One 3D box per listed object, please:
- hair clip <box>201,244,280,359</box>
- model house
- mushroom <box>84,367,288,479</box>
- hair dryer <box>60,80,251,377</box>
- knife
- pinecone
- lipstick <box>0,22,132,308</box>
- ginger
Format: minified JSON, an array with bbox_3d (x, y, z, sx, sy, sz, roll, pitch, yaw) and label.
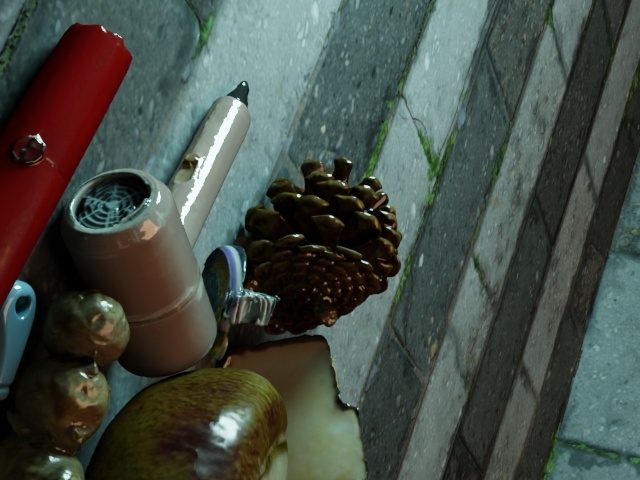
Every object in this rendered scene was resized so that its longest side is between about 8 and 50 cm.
[{"bbox_3d":[-0.096,0.062,1.382,0.049,0.172,0.116,21,86,-22],"label":"hair clip"},{"bbox_3d":[-0.029,0.221,1.569,0.172,0.167,0.182,71,10,-69],"label":"model house"},{"bbox_3d":[-0.098,0.285,1.280,0.345,0.260,0.345,18,90,-88],"label":"mushroom"},{"bbox_3d":[-0.134,-0.055,1.320,0.189,0.107,0.344,75,26,-43],"label":"hair dryer"},{"bbox_3d":[-0.286,0.150,1.133,0.058,0.032,0.244,11,94,-70],"label":"knife"},{"bbox_3d":[0.001,0.001,1.522,0.212,0.186,0.168,-70,145,-60],"label":"pinecone"},{"bbox_3d":[-0.237,-0.052,1.090,0.073,0.073,0.279,66,41,-53],"label":"lipstick"},{"bbox_3d":[-0.221,0.140,1.169,0.080,0.104,0.204,21,82,-42],"label":"ginger"}]
